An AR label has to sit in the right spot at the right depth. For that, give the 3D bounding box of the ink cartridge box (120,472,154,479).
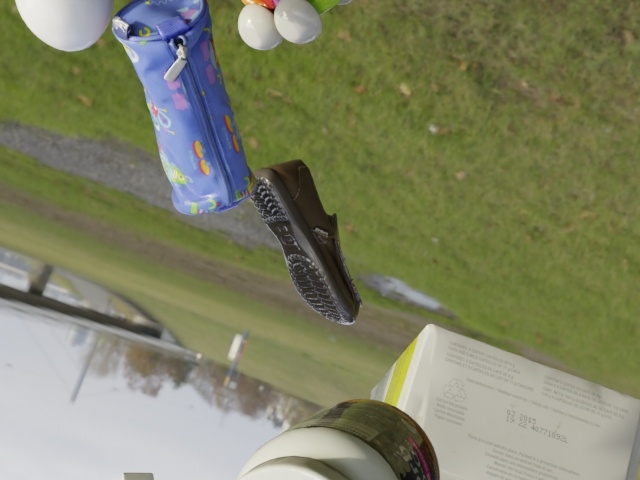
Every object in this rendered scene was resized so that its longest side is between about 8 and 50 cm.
[{"bbox_3d":[-0.297,0.443,1.472,0.052,0.122,0.088,6,-149,-21],"label":"ink cartridge box"}]

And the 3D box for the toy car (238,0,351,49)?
[{"bbox_3d":[-0.047,-0.375,1.370,0.182,0.159,0.136,3,134,45],"label":"toy car"}]

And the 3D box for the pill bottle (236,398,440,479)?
[{"bbox_3d":[0.012,0.240,0.844,0.162,0.162,0.278,18,-176,15],"label":"pill bottle"}]

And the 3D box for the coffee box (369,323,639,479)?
[{"bbox_3d":[0.220,0.375,1.347,0.338,0.338,0.334,21,151,-2],"label":"coffee box"}]

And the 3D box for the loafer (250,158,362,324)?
[{"bbox_3d":[0.000,0.000,1.785,0.134,0.130,0.365,8,130,53],"label":"loafer"}]

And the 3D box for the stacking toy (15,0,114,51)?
[{"bbox_3d":[-0.326,-0.467,1.104,0.351,0.479,0.350,-10,180,0],"label":"stacking toy"}]

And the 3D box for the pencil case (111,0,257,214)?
[{"bbox_3d":[-0.167,-0.169,1.185,0.133,0.119,0.306,-124,16,-48],"label":"pencil case"}]
